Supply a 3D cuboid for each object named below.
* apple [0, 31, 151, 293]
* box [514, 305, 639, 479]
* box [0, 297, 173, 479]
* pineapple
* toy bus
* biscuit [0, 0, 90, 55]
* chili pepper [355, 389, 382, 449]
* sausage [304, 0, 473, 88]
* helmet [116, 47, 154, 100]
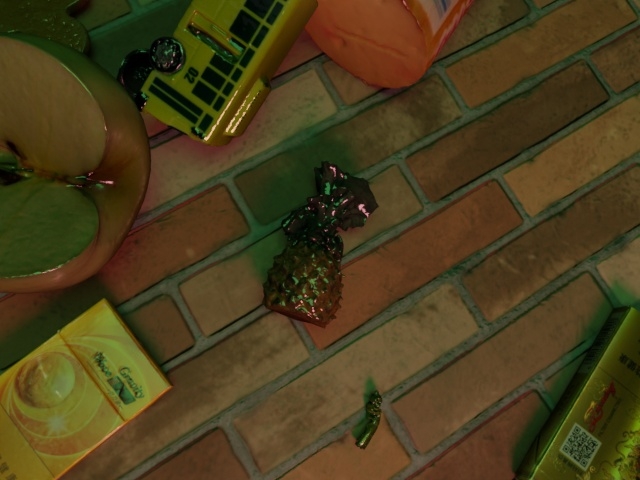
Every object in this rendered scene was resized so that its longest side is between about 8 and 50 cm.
[{"bbox_3d":[-0.354,-0.086,0.678,0.257,0.233,0.296,12,87,9],"label":"apple"},{"bbox_3d":[0.437,0.269,0.806,0.173,0.043,0.311,38,75,1],"label":"box"},{"bbox_3d":[-0.344,0.216,0.708,0.269,0.043,0.152,-37,86,-13],"label":"box"},{"bbox_3d":[0.000,0.000,0.778,0.111,0.119,0.237,2,67,38],"label":"pineapple"},{"bbox_3d":[-0.127,-0.257,0.752,0.150,0.128,0.262,35,103,-1],"label":"toy bus"},{"bbox_3d":[-0.430,-0.353,0.825,0.165,0.036,0.250,-34,81,-13],"label":"biscuit"},{"bbox_3d":[0.071,0.251,0.770,0.027,0.022,0.084,20,80,-5],"label":"chili pepper"},{"bbox_3d":[0.131,-0.412,0.817,0.233,0.233,0.287,33,76,0],"label":"sausage"},{"bbox_3d":[-0.265,-0.246,0.817,0.065,0.049,0.084,31,106,-28],"label":"helmet"}]
